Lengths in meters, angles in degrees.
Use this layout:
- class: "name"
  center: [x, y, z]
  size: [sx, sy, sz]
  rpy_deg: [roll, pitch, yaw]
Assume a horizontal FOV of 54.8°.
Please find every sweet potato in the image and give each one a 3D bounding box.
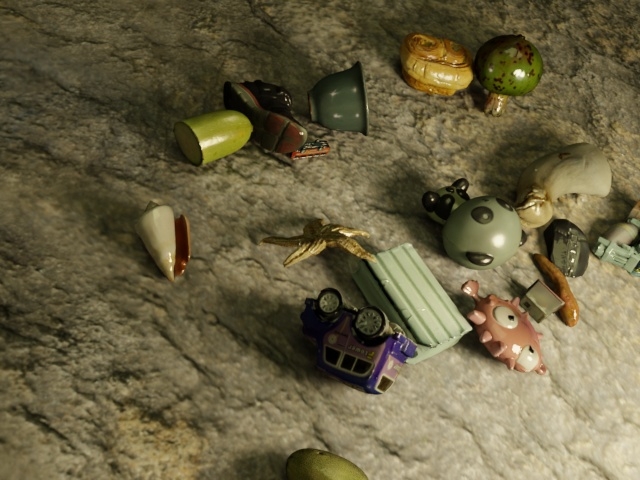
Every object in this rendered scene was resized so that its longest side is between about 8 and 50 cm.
- class: "sweet potato"
  center: [0.589, 0.113, 1.536]
  size: [0.050, 0.050, 0.214]
  rpy_deg: [-2, 56, -18]

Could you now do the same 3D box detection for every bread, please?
- class: "bread"
  center: [0.350, -0.535, 1.877]
  size: [0.236, 0.120, 0.198]
  rpy_deg: [9, 52, -10]

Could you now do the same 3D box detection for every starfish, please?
- class: "starfish"
  center: [0.000, 0.000, 1.391]
  size: [0.277, 0.062, 0.236]
  rpy_deg: [4, 23, 20]

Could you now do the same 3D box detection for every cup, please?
- class: "cup"
  center: [0.043, -0.368, 1.647]
  size: [0.150, 0.199, 0.199]
  rpy_deg: [-7, 57, -1]

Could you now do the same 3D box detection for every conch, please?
- class: "conch"
  center: [-0.328, -0.006, 1.316]
  size: [0.176, 0.094, 0.104]
  rpy_deg: [56, 19, 17]

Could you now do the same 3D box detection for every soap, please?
- class: "soap"
  center: [0.195, 0.135, 1.378]
  size: [0.150, 0.094, 0.261]
  rpy_deg: [-16, 60, -32]

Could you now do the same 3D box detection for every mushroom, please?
- class: "mushroom"
  center: [0.647, -0.158, 1.700]
  size: [0.397, 0.126, 0.177]
  rpy_deg: [-21, 72, -32]

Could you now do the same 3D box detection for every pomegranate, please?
- class: "pomegranate"
  center: [0.545, -0.487, 1.831]
  size: [0.202, 0.248, 0.202]
  rpy_deg: [13, 25, -6]

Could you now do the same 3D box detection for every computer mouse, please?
- class: "computer mouse"
  center: [0.648, 0.011, 1.616]
  size: [0.105, 0.062, 0.192]
  rpy_deg: [16, 51, -5]

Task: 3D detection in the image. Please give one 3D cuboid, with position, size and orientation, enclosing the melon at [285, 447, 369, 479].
- class: "melon"
  center: [0.012, 0.429, 1.103]
  size: [0.162, 0.099, 0.099]
  rpy_deg: [25, 52, 3]

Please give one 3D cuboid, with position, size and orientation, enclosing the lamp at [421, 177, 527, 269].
- class: "lamp"
  center: [0.369, -0.040, 1.501]
  size: [0.197, 0.198, 0.244]
  rpy_deg: [-24, 57, -29]

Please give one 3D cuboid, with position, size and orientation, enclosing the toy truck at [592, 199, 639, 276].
- class: "toy truck"
  center: [0.850, -0.013, 1.671]
  size: [0.140, 0.108, 0.256]
  rpy_deg: [32, 55, 24]

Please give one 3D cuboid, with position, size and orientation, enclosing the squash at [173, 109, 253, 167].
- class: "squash"
  center: [-0.247, -0.261, 1.504]
  size: [0.186, 0.123, 0.123]
  rpy_deg: [-26, 66, -29]

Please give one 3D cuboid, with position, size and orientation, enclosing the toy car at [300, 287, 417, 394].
- class: "toy car"
  center: [0.061, 0.205, 1.233]
  size: [0.235, 0.172, 0.158]
  rpy_deg: [21, 79, 26]

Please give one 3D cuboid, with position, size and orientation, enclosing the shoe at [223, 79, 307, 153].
- class: "shoe"
  center: [-0.125, -0.327, 1.589]
  size: [0.137, 0.114, 0.291]
  rpy_deg: [-28, 57, -34]

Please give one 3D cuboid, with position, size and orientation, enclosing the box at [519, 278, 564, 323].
- class: "box"
  center: [0.527, 0.149, 1.485]
  size: [0.063, 0.060, 0.085]
  rpy_deg: [-35, 72, -28]

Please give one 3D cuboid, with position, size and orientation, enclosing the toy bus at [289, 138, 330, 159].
- class: "toy bus"
  center: [-0.030, -0.235, 1.597]
  size: [0.110, 0.043, 0.031]
  rpy_deg: [-10, 63, -25]

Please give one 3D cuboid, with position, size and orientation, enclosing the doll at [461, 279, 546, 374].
- class: "doll"
  center: [0.410, 0.195, 1.382]
  size: [0.211, 0.093, 0.262]
  rpy_deg: [-20, 70, -49]
